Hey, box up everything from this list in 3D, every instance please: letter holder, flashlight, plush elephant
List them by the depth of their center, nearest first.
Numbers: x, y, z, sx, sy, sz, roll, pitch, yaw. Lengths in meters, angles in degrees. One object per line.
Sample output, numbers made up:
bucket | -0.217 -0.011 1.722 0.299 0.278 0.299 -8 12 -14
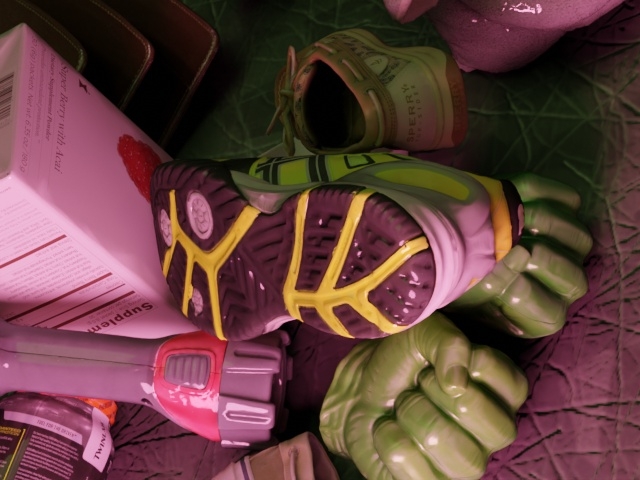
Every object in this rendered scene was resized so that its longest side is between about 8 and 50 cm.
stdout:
flashlight | -0.178 0.109 1.423 0.304 0.103 0.103 5 26 9
plush elephant | 0.112 -0.278 1.470 0.330 0.255 0.272 -44 43 2
letter holder | -0.273 -0.198 1.736 0.302 0.152 0.214 32 92 41

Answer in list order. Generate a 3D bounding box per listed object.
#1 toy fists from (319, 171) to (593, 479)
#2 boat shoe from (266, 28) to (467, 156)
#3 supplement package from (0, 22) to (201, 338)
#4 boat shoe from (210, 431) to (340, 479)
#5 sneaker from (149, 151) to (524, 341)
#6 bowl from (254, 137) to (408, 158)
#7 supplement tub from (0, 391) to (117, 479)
toy fists | 0.110 0.066 1.331 0.142 0.096 0.279 13 66 42
boat shoe | 0.017 -0.117 1.408 0.089 0.105 0.285 -13 8 -23
supplement package | -0.235 -0.013 1.509 0.175 0.293 0.178 -23 48 23
boat shoe | 0.000 0.250 1.271 0.094 0.109 0.302 -38 41 5
sneaker | 0.000 0.000 1.341 0.147 0.145 0.384 -17 17 -34
bowl | -0.002 -0.046 1.500 0.142 0.053 0.142 0 23 36
supplement tub | -0.249 0.214 1.479 0.117 0.117 0.190 -1 59 37
